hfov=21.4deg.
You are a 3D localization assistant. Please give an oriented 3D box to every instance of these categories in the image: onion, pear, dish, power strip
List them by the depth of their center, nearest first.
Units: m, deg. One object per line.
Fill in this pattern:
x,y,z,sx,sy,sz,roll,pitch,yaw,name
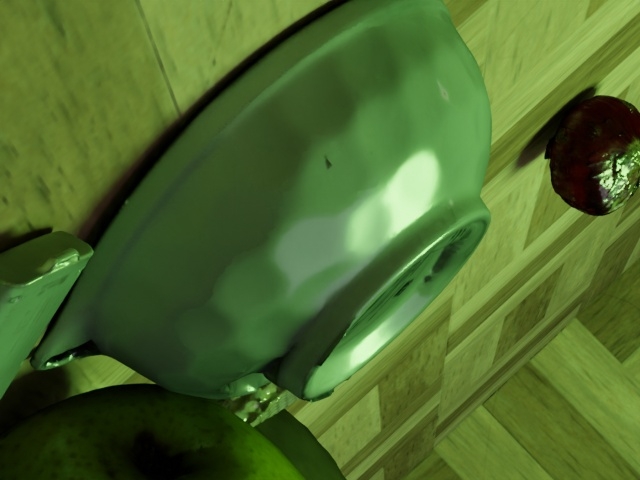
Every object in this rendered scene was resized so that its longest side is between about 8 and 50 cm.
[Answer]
-0.183,0.081,0.835,0.060,0.027,0.252,-28,160,-52,power strip
0.000,0.000,0.929,0.303,0.120,0.303,-42,166,-13,dish
-0.104,0.225,0.973,0.294,0.294,0.294,-41,167,-12,pear
0.242,-0.075,1.487,0.107,0.097,0.107,-33,132,-47,onion

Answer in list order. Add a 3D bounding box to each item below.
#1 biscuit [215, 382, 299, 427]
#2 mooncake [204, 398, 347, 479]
0.005,0.057,1.253,0.108,0.062,0.239,-54,165,31,biscuit
-0.124,0.293,1.297,0.378,0.201,0.378,-42,166,-12,mooncake
